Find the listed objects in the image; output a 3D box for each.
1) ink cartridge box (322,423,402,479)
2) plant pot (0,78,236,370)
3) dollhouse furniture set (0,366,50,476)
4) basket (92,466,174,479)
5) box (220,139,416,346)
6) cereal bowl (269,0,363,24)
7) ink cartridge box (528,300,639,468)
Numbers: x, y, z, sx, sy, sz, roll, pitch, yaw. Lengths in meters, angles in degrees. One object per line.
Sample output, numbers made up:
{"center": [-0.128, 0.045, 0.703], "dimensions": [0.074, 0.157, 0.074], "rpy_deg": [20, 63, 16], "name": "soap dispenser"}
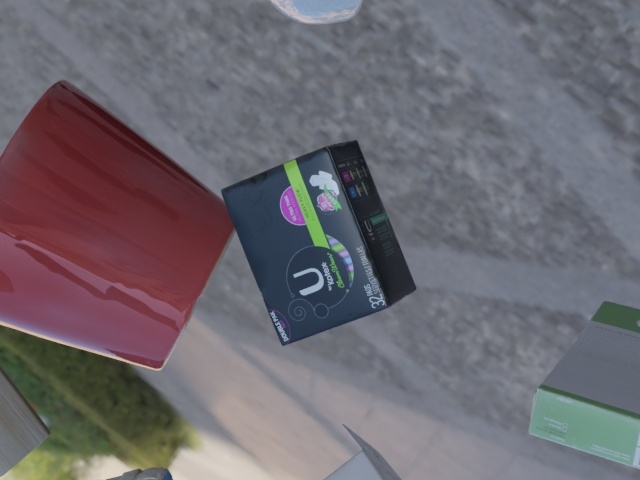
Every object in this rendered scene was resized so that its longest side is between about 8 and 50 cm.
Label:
{"center": [0.068, 0.290, 1.362], "dimensions": [0.198, 0.067, 0.115], "rpy_deg": [54, -176, 36], "name": "ink cartridge box"}
{"center": [-0.235, 0.002, 1.447], "dimensions": [0.243, 0.275, 0.275], "rpy_deg": [28, 167, -5], "name": "plant pot"}
{"center": [-0.314, 0.147, 0.822], "dimensions": [0.212, 0.242, 0.161], "rpy_deg": [57, 155, -19], "name": "dollhouse furniture set"}
{"center": [-0.229, 0.465, 1.735], "dimensions": [0.201, 0.254, 0.288], "rpy_deg": [-9, 115, 15], "name": "basket"}
{"center": [0.000, 0.000, 0.662], "dimensions": [0.083, 0.062, 0.052], "rpy_deg": [68, -160, -1], "name": "box"}
{"center": [-0.052, -0.479, 1.980], "dimensions": [0.339, 0.141, 0.338], "rpy_deg": [165, 90, -75], "name": "cereal bowl"}
{"center": [0.319, 0.141, 1.297], "dimensions": [0.171, 0.056, 0.235], "rpy_deg": [15, -157, 22], "name": "ink cartridge box"}
